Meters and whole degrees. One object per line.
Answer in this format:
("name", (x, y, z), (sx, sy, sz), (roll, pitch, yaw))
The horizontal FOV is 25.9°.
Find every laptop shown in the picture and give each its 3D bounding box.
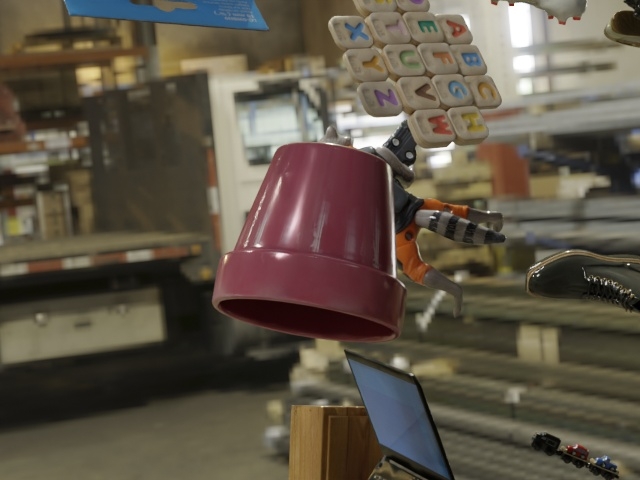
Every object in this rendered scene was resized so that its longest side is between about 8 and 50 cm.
("laptop", (0.057, 0.294, 1.706), (0.136, 0.264, 0.234), (33, -7, -18))

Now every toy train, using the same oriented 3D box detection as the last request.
("toy train", (0.412, 0.345, 2.236), (0.158, 0.036, 0.027), (24, 3, -7))

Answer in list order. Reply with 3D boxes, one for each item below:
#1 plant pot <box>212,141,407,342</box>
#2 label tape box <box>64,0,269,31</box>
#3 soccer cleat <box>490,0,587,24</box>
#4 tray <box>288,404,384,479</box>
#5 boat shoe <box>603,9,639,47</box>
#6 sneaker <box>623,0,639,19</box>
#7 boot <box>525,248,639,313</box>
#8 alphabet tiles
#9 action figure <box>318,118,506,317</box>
("plant pot", (0.000, 0.000, 1.471), (0.201, 0.180, 0.201), (10, -13, 2))
("label tape box", (-0.204, -0.377, 1.610), (0.241, 0.106, 0.333), (0, 37, -26))
("soccer cleat", (0.292, -0.360, 1.934), (0.068, 0.076, 0.196), (-24, 36, -36))
("tray", (0.030, 0.490, 2.381), (0.076, 0.410, 0.203), (-1, -7, 35))
("boat shoe", (0.456, -0.289, 1.919), (0.135, 0.050, 0.045), (10, -14, -14))
("sneaker", (0.382, -0.242, 1.405), (0.106, 0.234, 0.078), (-26, -14, -17))
("boot", (0.409, 0.069, 2.015), (0.198, 0.077, 0.137), (-7, 22, -8))
("alphabet tiles", (0.147, -0.266, 2.067), (0.278, 0.284, 0.021), (-7, -23, -39))
("action figure", (0.139, -0.085, 2.192), (0.330, 0.341, 0.178), (31, -21, -1))
